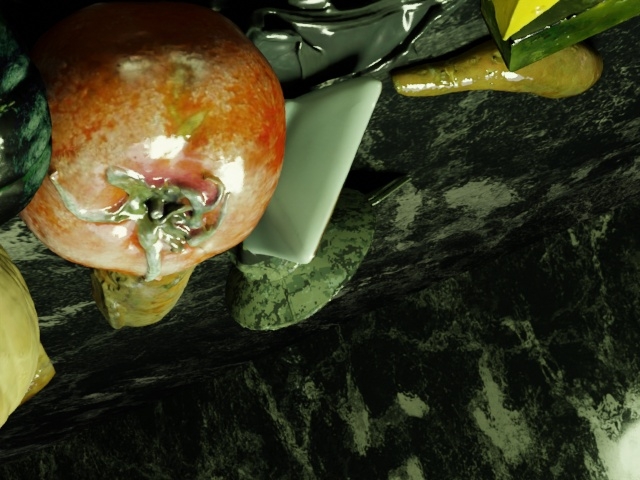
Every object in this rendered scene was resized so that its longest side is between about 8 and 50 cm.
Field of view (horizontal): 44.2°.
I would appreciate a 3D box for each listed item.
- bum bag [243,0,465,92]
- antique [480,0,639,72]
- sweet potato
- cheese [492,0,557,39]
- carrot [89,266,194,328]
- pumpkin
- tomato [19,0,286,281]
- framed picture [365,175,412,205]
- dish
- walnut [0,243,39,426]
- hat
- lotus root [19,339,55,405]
[{"bbox_3d":[0.029,-0.190,0.741,0.248,0.060,0.123,-15,164,-21],"label":"bum bag"},{"bbox_3d":[0.277,-0.259,0.789,0.220,0.080,0.081,-24,166,7],"label":"antique"},{"bbox_3d":[0.250,-0.205,0.950,0.345,0.079,0.108,-9,174,-28],"label":"sweet potato"},{"bbox_3d":[0.177,-0.251,0.655,0.126,0.093,0.171,-14,166,-23],"label":"cheese"},{"bbox_3d":[-0.207,0.000,0.986,0.138,0.139,0.302,-8,151,-39],"label":"carrot"},{"bbox_3d":[-0.259,-0.088,0.489,0.202,0.202,0.140,-37,-166,49],"label":"pumpkin"},{"bbox_3d":[-0.143,-0.084,0.638,0.231,0.189,0.232,-7,135,-7],"label":"tomato"},{"bbox_3d":[0.005,-0.028,1.255,0.274,0.017,0.217,-27,-176,21],"label":"framed picture"},{"bbox_3d":[-0.042,-0.079,0.797,0.080,0.182,0.243,24,174,-18],"label":"dish"},{"bbox_3d":[-0.393,0.061,0.642,0.252,0.313,0.277,-46,-156,-10],"label":"walnut"},{"bbox_3d":[-0.062,-0.009,1.094,0.265,0.266,0.128,-26,133,20],"label":"hat"},{"bbox_3d":[-0.540,0.174,1.113,0.290,0.193,0.193,-18,165,-20],"label":"lotus root"}]
